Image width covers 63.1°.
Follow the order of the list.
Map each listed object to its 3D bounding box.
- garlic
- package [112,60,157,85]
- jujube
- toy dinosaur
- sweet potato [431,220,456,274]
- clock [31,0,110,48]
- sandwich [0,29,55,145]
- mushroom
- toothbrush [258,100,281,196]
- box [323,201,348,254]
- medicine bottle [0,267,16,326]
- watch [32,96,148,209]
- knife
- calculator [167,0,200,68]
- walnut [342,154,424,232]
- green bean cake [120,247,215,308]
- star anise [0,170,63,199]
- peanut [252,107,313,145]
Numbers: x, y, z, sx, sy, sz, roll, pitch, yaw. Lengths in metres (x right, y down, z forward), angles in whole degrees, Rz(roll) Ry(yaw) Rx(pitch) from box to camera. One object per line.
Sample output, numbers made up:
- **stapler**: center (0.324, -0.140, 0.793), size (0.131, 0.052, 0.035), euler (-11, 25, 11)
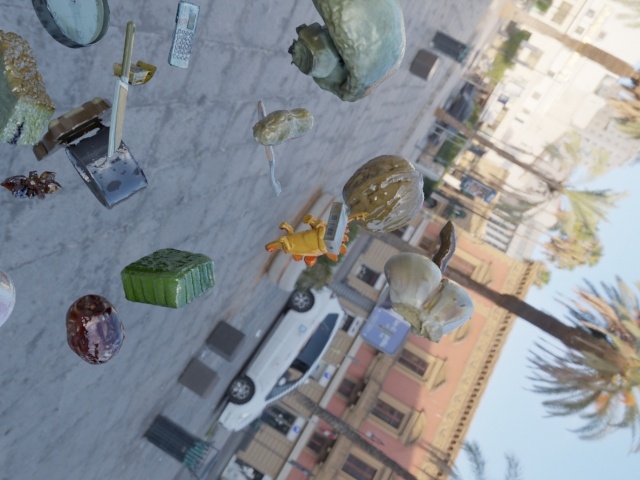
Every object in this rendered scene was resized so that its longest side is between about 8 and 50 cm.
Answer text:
- **garlic**: center (0.306, 0.178, 1.539), size (0.249, 0.286, 0.313), euler (-70, 164, 4)
- **package**: center (-0.542, -0.491, 1.526), size (0.131, 0.071, 0.047), euler (-61, 172, -64)
- **jujube**: center (-0.722, 0.287, 1.676), size (0.183, 0.184, 0.243), euler (-52, 162, -52)
- **toy dinosaur**: center (0.000, 0.000, 1.145), size (0.288, 0.117, 0.070), euler (-15, -141, 30)
- **sweet potato**: center (0.399, 0.041, 1.685), size (0.051, 0.065, 0.218), euler (21, 83, -44)
- **clock**: center (-0.582, -0.565, 1.227), size (0.215, 0.042, 0.214), euler (3, 90, -72)
- **sandwich**: center (-0.991, -0.446, 1.635), size (0.262, 0.325, 0.131), euler (-24, 174, 23)
- **mushroom**: center (0.068, -0.350, 0.933), size (0.190, 0.164, 0.267), euler (-35, 179, -19)
- **toothbrush**: center (-0.173, -0.300, 1.762), size (0.375, 0.028, 0.037), euler (82, 30, -43)
- **box**: center (0.028, -0.022, 0.961), size (0.053, 0.024, 0.083), euler (71, 28, -56)
- **medicine bottle**: center (-1.052, 0.144, 1.473), size (0.241, 0.241, 0.302), euler (-58, 169, -16)
- **watch**: center (-0.749, -0.274, 1.774), size (0.314, 0.326, 0.335), euler (-39, -163, -23)
- **knife**: center (-0.488, -0.369, 1.267), size (0.061, 0.027, 0.342), euler (143, -46, -88)
- **calculator**: center (-0.357, -0.532, 1.358), size (0.172, 0.057, 0.018), euler (-66, -147, 31)
- **walnut**: center (0.169, -0.122, 1.356), size (0.213, 0.213, 0.213), euler (-59, 174, -10)
- **green bean cake**: center (-0.471, 0.113, 1.645), size (0.222, 0.248, 0.124), euler (-35, 129, -59)
- **star anise**: center (-0.863, -0.165, 1.571), size (0.168, 0.168, 0.057), euler (-50, 161, -59)
- **peanut**: center (-0.096, -0.315, 1.443), size (0.214, 0.099, 0.099), euler (-21, 146, -46)
